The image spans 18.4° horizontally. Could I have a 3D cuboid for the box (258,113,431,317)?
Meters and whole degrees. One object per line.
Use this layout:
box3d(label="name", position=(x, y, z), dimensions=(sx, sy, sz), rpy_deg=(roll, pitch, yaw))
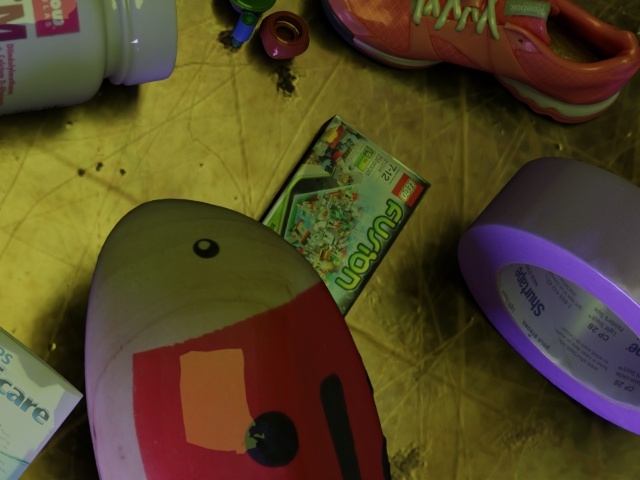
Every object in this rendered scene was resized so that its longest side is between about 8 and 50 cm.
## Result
box3d(label="box", position=(0.000, 0.000, 1.802), dimensions=(0.114, 0.036, 0.207), rpy_deg=(35, 72, -7))

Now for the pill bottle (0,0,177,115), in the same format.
box3d(label="pill bottle", position=(-0.275, -0.187, 1.692), dimensions=(0.283, 0.160, 0.160), rpy_deg=(-10, 82, -18))

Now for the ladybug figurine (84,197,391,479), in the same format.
box3d(label="ladybug figurine", position=(-0.049, 0.178, 1.615), dimensions=(0.305, 0.162, 0.449), rpy_deg=(-34, 111, -61))

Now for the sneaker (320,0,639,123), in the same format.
box3d(label="sneaker", position=(0.157, -0.212, 1.836), dimensions=(0.314, 0.136, 0.116), rpy_deg=(17, 74, -12))

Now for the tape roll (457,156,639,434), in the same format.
box3d(label="tape roll", position=(0.254, 0.054, 1.739), dimensions=(0.275, 0.275, 0.090), rpy_deg=(44, 72, -4))

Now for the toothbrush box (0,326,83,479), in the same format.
box3d(label="toothbrush box", position=(-0.337, 0.210, 1.569), dimensions=(0.126, 0.216, 0.295), rpy_deg=(40, 72, -5))

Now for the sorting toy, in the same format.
box3d(label="sorting toy", position=(-0.057, -0.202, 1.827), dimensions=(0.061, 0.042, 0.102), rpy_deg=(-33, 78, -34))
